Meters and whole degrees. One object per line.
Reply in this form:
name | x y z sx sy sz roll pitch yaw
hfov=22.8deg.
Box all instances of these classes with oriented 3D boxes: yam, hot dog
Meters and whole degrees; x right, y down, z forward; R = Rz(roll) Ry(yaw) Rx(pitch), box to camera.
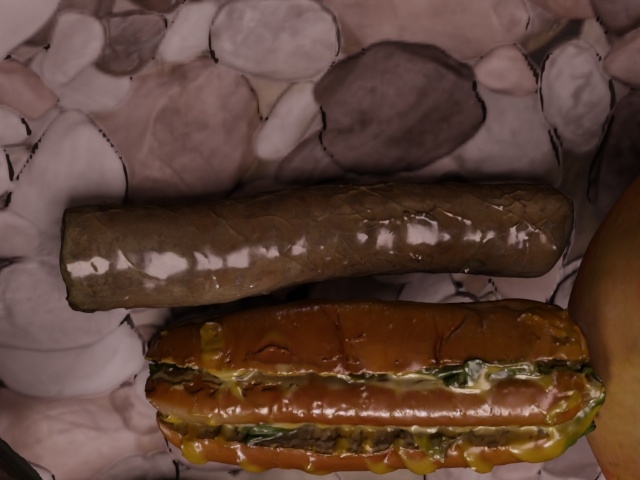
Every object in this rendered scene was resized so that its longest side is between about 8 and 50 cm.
yam | 0.000 0.000 0.900 0.299 0.066 0.066 -5 118 -14
hot dog | 0.025 0.081 0.893 0.269 0.072 0.115 -5 113 19

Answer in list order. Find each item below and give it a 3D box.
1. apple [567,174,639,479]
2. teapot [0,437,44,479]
apple | 0.261 0.059 0.942 0.251 0.163 0.293 -31 108 -23
teapot | -0.309 0.213 0.812 0.300 0.253 0.344 44 81 2
